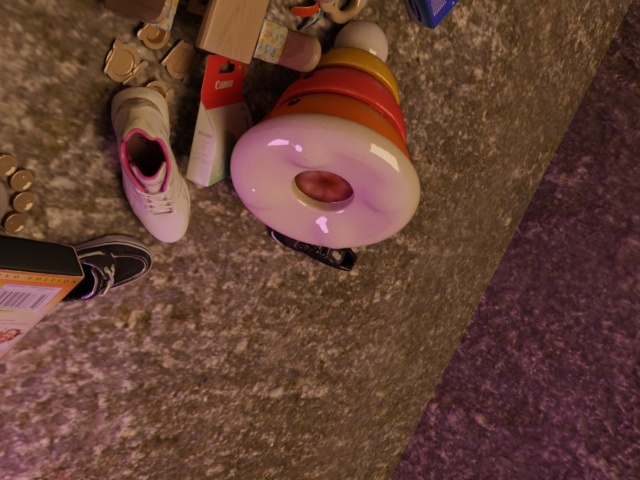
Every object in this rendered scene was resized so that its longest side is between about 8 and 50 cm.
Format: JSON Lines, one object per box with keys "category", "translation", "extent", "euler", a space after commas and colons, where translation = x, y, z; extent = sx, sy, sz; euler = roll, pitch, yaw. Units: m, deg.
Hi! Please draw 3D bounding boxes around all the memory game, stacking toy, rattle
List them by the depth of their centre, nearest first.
{"category": "memory game", "translation": [-0.525, -0.055, 1.039], "extent": [0.186, 0.012, 0.186], "euler": [-31, 138, -34]}
{"category": "stacking toy", "translation": [0.042, -0.257, 1.350], "extent": [0.351, 0.350, 0.480], "euler": [67, 29, -50]}
{"category": "rattle", "translation": [0.059, -0.468, 1.359], "extent": [0.199, 0.142, 0.130], "euler": [-39, 160, -37]}

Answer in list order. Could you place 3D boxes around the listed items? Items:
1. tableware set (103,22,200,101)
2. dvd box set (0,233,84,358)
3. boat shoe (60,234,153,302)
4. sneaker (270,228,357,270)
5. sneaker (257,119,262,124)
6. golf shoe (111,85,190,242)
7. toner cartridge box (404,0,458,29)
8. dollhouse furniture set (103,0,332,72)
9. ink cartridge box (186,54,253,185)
{"category": "tableware set", "translation": [-0.280, -0.300, 1.155], "extent": [0.141, 0.020, 0.168], "euler": [-55, 146, -6]}
{"category": "dvd box set", "translation": [-0.568, 0.132, 0.914], "extent": [0.420, 0.062, 0.307], "euler": [-40, 154, 22]}
{"category": "boat shoe", "translation": [-0.408, 0.058, 1.193], "extent": [0.301, 0.102, 0.108], "euler": [-1, 117, -51]}
{"category": "sneaker", "translation": [0.000, 0.000, 1.647], "extent": [0.283, 0.124, 0.107], "euler": [26, 94, -56]}
{"category": "sneaker", "translation": [-0.098, -0.146, 1.463], "extent": [0.132, 0.086, 0.228], "euler": [-51, 135, -4]}
{"category": "golf shoe", "translation": [-0.292, -0.102, 1.170], "extent": [0.115, 0.140, 0.306], "euler": [-12, 129, -5]}
{"category": "toner cartridge box", "translation": [0.233, -0.651, 1.488], "extent": [0.165, 0.075, 0.348], "euler": [-49, 145, -12]}
{"category": "dollhouse furniture set", "translation": [-0.071, -0.472, 1.061], "extent": [0.362, 0.256, 0.394], "euler": [1, 112, -54]}
{"category": "ink cartridge box", "translation": [-0.170, -0.227, 1.264], "extent": [0.181, 0.056, 0.225], "euler": [-44, 153, -66]}
